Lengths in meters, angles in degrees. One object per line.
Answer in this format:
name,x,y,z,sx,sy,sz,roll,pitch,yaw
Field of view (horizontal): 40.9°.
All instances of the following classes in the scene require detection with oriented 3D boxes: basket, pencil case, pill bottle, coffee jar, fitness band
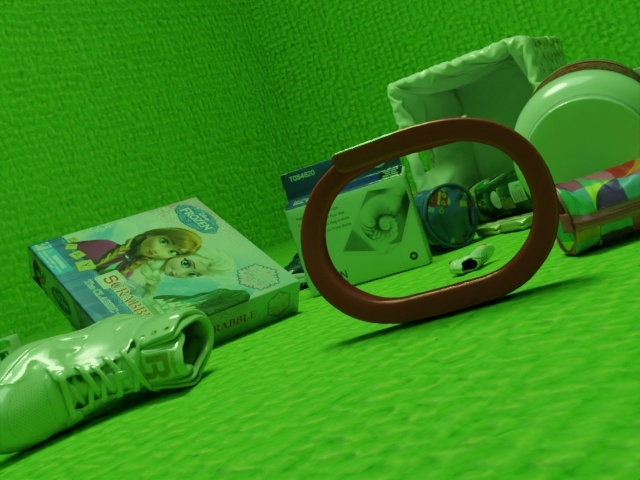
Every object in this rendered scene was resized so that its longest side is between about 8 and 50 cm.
basket,0.375,-0.241,1.821,0.331,0.328,0.266,-14,8,37
pencil case,0.403,-0.058,1.069,0.236,0.104,0.104,-19,3,3
pill bottle,0.421,-0.158,1.340,0.229,0.229,0.407,-17,9,21
pencil case,0.200,-0.039,1.670,0.133,0.119,0.306,-3,-2,-16
coffee jar,0.358,-0.089,1.639,0.096,0.079,0.184,-29,7,-33
fitness band,0.116,-0.021,0.954,0.290,0.209,0.054,-16,0,15

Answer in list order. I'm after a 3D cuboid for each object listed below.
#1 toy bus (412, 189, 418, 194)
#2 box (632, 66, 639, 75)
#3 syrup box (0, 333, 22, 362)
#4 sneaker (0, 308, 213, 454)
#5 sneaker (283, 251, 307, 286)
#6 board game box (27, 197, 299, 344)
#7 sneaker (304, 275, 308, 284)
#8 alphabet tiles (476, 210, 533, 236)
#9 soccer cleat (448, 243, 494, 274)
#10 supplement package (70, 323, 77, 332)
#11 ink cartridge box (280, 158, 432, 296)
toy bus,0.146,-0.040,2.079,0.332,0.108,0.130,-20,4,-39
box,0.692,-0.242,1.587,0.243,0.214,0.117,-18,3,3
syrup box,-0.665,0.255,1.576,0.237,0.093,0.096,-18,3,-11
sneaker,-0.242,0.147,0.990,0.169,0.108,0.292,-9,14,29
sneaker,0.000,0.000,1.774,0.282,0.153,0.099,-20,3,-35
board game box,-0.253,0.061,1.377,0.318,0.066,0.318,-20,40,-35
sneaker,0.026,-0.018,1.671,0.232,0.115,0.090,-55,11,-11
alphabet tiles,0.434,-0.061,1.619,0.284,0.021,0.278,-19,2,-29
soccer cleat,0.221,0.028,1.223,0.083,0.029,0.035,-23,14,-24
supplement package,-0.307,0.112,1.608,0.204,0.145,0.262,-15,4,36
ink cartridge box,0.056,-0.038,1.481,0.223,0.224,0.045,-18,3,15
